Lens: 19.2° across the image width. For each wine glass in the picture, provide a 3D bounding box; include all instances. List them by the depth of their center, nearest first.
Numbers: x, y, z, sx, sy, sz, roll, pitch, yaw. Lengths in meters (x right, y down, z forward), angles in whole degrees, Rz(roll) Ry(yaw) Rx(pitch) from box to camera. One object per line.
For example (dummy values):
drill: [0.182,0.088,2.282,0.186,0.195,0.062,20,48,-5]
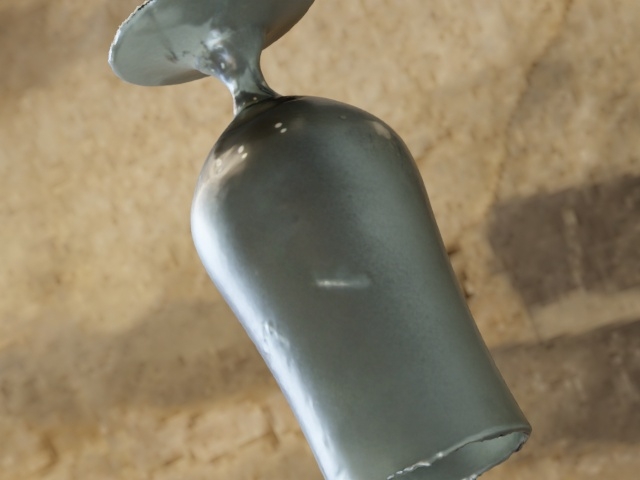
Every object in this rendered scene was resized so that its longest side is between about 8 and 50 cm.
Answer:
wine glass: [0.000,0.000,0.801,0.103,0.231,0.103,-23,163,-7]
